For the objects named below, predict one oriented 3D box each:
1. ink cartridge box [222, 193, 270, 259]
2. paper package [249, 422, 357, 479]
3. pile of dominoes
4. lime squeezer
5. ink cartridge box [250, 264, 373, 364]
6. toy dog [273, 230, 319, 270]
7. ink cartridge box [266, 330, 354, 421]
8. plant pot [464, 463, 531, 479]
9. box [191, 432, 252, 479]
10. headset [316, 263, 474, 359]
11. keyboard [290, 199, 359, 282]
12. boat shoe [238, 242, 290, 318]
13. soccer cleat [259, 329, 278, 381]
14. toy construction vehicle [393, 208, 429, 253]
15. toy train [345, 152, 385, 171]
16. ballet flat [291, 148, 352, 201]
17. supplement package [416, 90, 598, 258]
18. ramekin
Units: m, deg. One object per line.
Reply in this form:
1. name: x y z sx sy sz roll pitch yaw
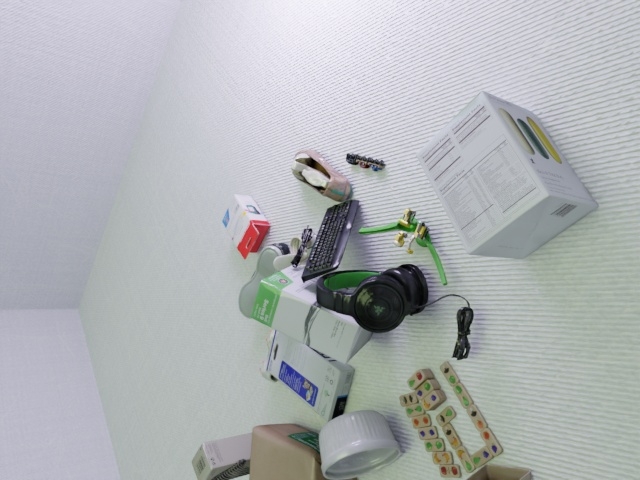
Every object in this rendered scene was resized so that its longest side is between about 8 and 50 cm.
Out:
1. ink cartridge box: -0.266 -0.049 1.970 0.231 0.078 0.134 55 127 38
2. paper package: -0.062 0.722 1.578 0.325 0.168 0.309 -1 85 51
3. pile of dominoes: 0.287 0.431 1.281 0.196 0.040 0.251 -54 48 32
4. lime squeezer: 0.228 -0.004 1.358 0.110 0.058 0.310 -41 45 -14
5. ink cartridge box: -0.005 0.189 1.442 0.289 0.211 0.121 23 107 19
6. toy dog: -0.087 0.131 1.670 0.220 0.161 0.333 3 89 50
7. ink cartridge box: -0.040 0.400 1.663 0.333 0.065 0.165 25 106 47
8. plant pot: 0.375 0.539 1.121 0.109 0.109 0.096 -18 85 49
9. box: -0.262 0.694 1.737 0.094 0.275 0.113 55 128 37
10. headset: 0.174 0.163 1.309 0.395 0.243 0.185 8 104 34
11. keyboard: 0.000 0.000 1.509 0.202 0.033 0.317 -24 27 31
12. boat shoe: -0.187 0.140 1.852 0.114 0.091 0.302 39 118 14
13. soccer cleat: -0.147 0.379 1.802 0.076 0.068 0.196 26 109 34
14. toy construction vehicle: 0.217 -0.025 1.324 0.086 0.035 0.098 34 99 45
15. toy train: 0.126 -0.225 1.551 0.158 0.027 0.036 24 108 49
16. ballet flat: -0.026 -0.215 1.673 0.316 0.106 0.107 36 114 46
17. supplement package: 0.373 -0.126 1.105 0.198 0.200 0.262 -45 54 38
18. ramekin: 0.093 0.522 1.388 0.207 0.207 0.109 -51 42 35
